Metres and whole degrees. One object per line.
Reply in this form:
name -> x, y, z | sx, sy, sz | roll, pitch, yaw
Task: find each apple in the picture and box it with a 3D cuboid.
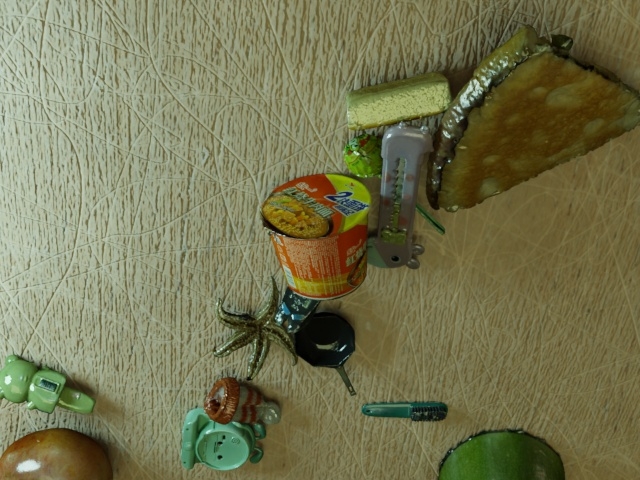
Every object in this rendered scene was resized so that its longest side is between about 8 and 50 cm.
apple -> -0.584, 0.529, 2.000 | 0.254, 0.253, 0.253 | 0, 118, 0

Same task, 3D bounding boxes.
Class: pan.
pan -> 0.010, 0.237, 1.926 | 0.129, 0.048, 0.201 | -1, 117, 2

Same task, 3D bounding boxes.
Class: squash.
squash -> 0.421, 0.629, 1.990 | 0.311, 0.309, 0.310 | 0, 118, -1

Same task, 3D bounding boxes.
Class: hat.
hat -> -0.162, 0.365, 1.988 | 0.162, 0.093, 0.112 | 15, 129, -28

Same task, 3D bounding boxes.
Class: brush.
brush -> 0.189, 0.385, 2.015 | 0.194, 0.032, 0.043 | 0, 119, -1

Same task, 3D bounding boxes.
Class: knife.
knife -> 0.142, -0.069, 1.691 | 0.132, 0.038, 0.398 | 8, 139, 6

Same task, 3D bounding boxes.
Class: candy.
candy -> 0.148, -0.101, 1.729 | 0.262, 0.073, 0.077 | 42, 133, -17

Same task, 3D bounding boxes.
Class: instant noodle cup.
instant noodle cup -> 0.000, 0.000, 1.722 | 0.213, 0.213, 0.174 | -6, 126, 3

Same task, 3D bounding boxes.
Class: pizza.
pizza -> 0.349, -0.224, 1.568 | 0.435, 0.080, 0.392 | -27, 150, 9

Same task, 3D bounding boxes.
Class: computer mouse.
computer mouse -> -0.039, 0.127, 1.855 | 0.079, 0.047, 0.135 | 32, 90, 16

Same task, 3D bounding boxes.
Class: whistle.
whistle -> -0.597, 0.322, 1.952 | 0.228, 0.105, 0.085 | 22, 146, -15

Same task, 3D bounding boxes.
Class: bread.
bread -> 0.138, -0.249, 1.621 | 0.189, 0.125, 0.068 | -12, 106, 6

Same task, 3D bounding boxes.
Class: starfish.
starfish -> -0.128, 0.183, 1.898 | 0.213, 0.057, 0.238 | 21, 102, -17

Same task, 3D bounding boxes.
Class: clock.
clock -> -0.218, 0.453, 2.037 | 0.189, 0.060, 0.148 | 4, 118, -3
